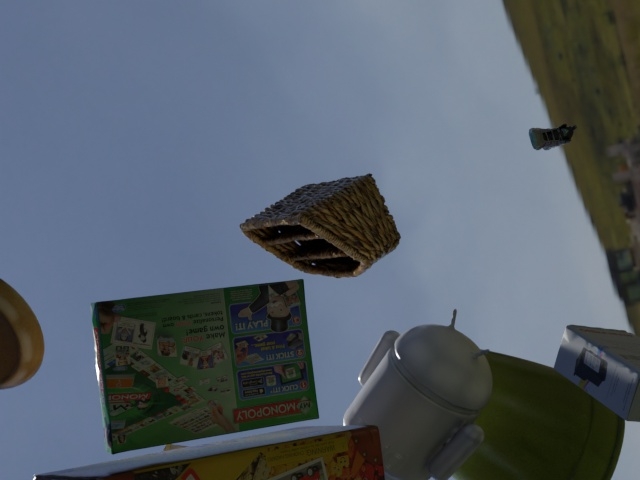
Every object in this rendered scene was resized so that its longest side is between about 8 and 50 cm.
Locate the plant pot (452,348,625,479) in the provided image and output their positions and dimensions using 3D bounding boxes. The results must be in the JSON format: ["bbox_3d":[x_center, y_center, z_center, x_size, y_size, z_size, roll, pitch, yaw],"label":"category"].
[{"bbox_3d":[0.382,0.389,2.249,0.352,0.366,0.366,29,-145,-11],"label":"plant pot"}]

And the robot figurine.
[{"bbox_3d":[0.179,0.299,1.955,0.199,0.354,0.300,13,-155,-47],"label":"robot figurine"}]

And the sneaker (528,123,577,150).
[{"bbox_3d":[0.378,-0.172,1.722,0.098,0.069,0.038,-10,-97,-61],"label":"sneaker"}]

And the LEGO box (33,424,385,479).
[{"bbox_3d":[-0.135,0.485,1.546,0.500,0.193,0.373,-3,-97,-41],"label":"LEGO box"}]

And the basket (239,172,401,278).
[{"bbox_3d":[0.000,0.000,2.378,0.223,0.299,0.214,-32,-75,-31],"label":"basket"}]

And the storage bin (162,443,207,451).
[{"bbox_3d":[-0.284,0.621,2.345,0.262,0.123,0.260,60,-136,-39],"label":"storage bin"}]

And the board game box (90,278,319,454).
[{"bbox_3d":[-0.164,0.177,1.557,0.046,0.317,0.214,169,95,-65],"label":"board game box"}]

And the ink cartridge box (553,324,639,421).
[{"bbox_3d":[0.433,0.187,1.500,0.175,0.127,0.072,-142,63,-62],"label":"ink cartridge box"}]

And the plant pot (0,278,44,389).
[{"bbox_3d":[-0.549,0.145,1.685,0.032,0.236,0.236,-61,-45,-58],"label":"plant pot"}]
